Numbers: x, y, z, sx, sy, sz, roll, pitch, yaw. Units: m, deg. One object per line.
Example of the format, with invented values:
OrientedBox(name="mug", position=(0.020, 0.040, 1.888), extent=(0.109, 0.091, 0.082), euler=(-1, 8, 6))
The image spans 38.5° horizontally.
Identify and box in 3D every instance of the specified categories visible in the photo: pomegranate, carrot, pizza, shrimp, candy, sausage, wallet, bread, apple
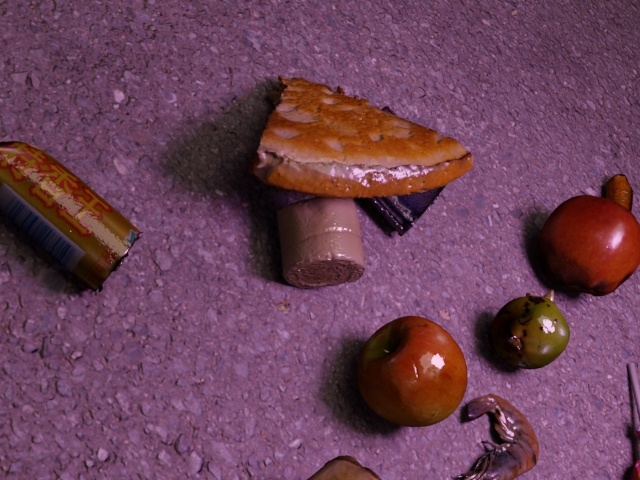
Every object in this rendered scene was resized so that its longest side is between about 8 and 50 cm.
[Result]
OrientedBox(name="pomegranate", position=(0.421, 0.167, 1.857), extent=(0.156, 0.156, 0.220), euler=(37, 30, -13))
OrientedBox(name="carrot", position=(0.735, -0.058, 2.277), extent=(0.070, 0.070, 0.260), euler=(33, 51, -17))
OrientedBox(name="pizza", position=(0.029, -0.192, 1.729), extent=(0.440, 0.130, 0.406), euler=(-2, 33, -27))
OrientedBox(name="shrimp", position=(0.305, 0.386, 1.704), extent=(0.296, 0.058, 0.169), euler=(-22, 71, -46))
OrientedBox(name="candy", position=(0.699, 0.414, 1.959), extent=(0.124, 0.124, 0.365), euler=(27, 43, -22))
OrientedBox(name="sausage", position=(-0.416, -0.067, 1.394), extent=(0.317, 0.117, 0.125), euler=(43, 24, -7))
OrientedBox(name="wallet", position=(0.152, -0.150, 1.908), extent=(0.221, 0.071, 0.262), euler=(44, 43, 0))
OrientedBox(name="bread", position=(0.000, 0.000, 1.641), extent=(0.148, 0.134, 0.141), euler=(-7, 62, 0))
OrientedBox(name="apple", position=(0.596, 0.017, 2.036), extent=(0.230, 0.230, 0.229), euler=(18, 55, -27))
OrientedBox(name="apple", position=(0.162, 0.233, 1.595), extent=(0.196, 0.196, 0.195), euler=(18, 55, -27))

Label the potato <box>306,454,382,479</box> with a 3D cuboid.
OrientedBox(name="potato", position=(0.023, 0.483, 1.331), extent=(0.243, 0.243, 0.285), euler=(-21, 97, -42))
